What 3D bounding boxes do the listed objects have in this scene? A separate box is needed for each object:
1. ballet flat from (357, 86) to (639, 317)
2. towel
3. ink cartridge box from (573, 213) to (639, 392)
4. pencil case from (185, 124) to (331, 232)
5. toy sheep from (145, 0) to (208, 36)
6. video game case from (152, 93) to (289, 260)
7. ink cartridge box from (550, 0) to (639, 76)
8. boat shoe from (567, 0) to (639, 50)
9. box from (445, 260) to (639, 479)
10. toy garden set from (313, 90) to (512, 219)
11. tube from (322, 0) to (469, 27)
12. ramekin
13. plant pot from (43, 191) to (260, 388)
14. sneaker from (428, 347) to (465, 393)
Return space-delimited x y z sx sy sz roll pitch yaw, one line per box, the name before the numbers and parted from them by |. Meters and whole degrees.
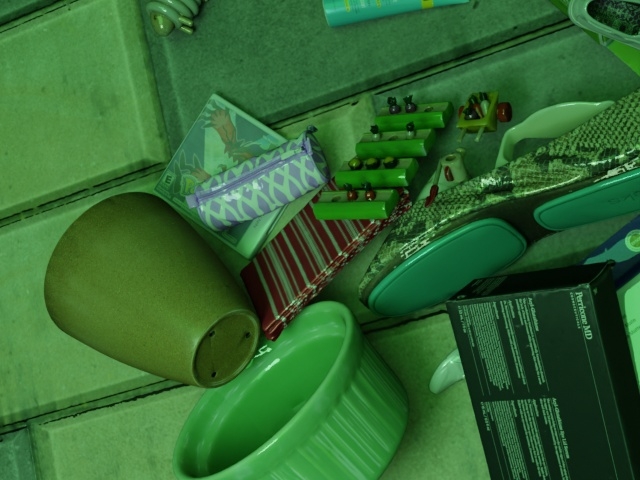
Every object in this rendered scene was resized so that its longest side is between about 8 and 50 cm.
ballet flat | 0.254 -0.063 1.274 0.483 0.164 0.182 -27 55 23
towel | 0.000 0.000 1.357 0.275 0.031 0.199 -45 27 7
ink cartridge box | 0.409 0.106 1.252 0.223 0.045 0.224 -41 72 10
pencil case | -0.084 -0.084 1.404 0.206 0.088 0.086 -27 77 14
toy sheep | -0.225 -0.378 1.521 0.091 0.091 0.132 18 75 20
video game case | -0.134 -0.099 1.481 0.201 0.023 0.183 34 94 20
ink cartridge box | 0.439 -0.333 1.276 0.189 0.097 0.255 -45 70 8
boat shoe | 0.403 -0.273 1.216 0.184 0.063 0.066 19 104 -10
box | 0.283 0.172 1.195 0.184 0.103 0.261 -9 101 35
toy garden set | 0.123 -0.123 1.278 0.204 0.049 0.244 0 40 33
tube | 0.108 -0.361 1.425 0.207 0.052 0.080 -12 88 11
ramekin | -0.031 0.236 1.254 0.303 0.303 0.148 -39 108 10
plant pot | -0.210 0.091 1.333 0.254 0.237 0.237 32 94 37
sneaker | 0.210 0.162 1.309 0.152 0.054 0.061 -42 74 9
